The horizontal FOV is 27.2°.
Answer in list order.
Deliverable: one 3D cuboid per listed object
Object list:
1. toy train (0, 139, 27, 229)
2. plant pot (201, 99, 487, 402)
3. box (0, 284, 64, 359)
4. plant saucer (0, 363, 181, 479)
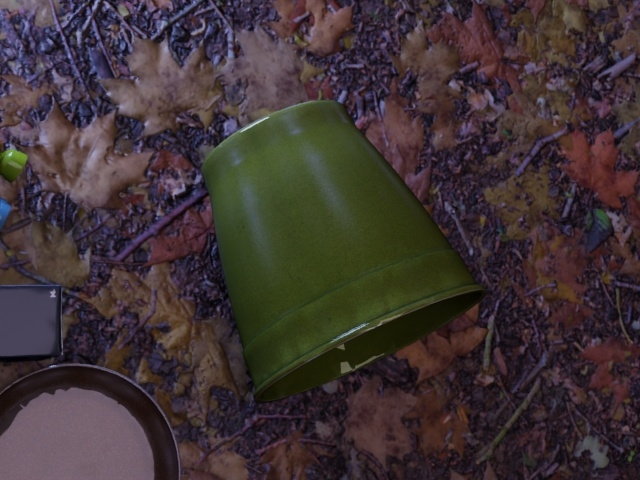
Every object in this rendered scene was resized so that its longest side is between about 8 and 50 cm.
[{"bbox_3d":[-0.479,-0.137,1.883,0.143,0.105,0.248,29,71,-26],"label":"toy train"},{"bbox_3d":[0.000,0.000,1.933,0.366,0.366,0.353,-20,76,-23],"label":"plant pot"},{"bbox_3d":[-0.492,0.116,1.784,0.261,0.184,0.103,0,81,-21],"label":"box"},{"bbox_3d":[-0.352,0.331,1.875,0.310,0.050,0.310,4,80,-20],"label":"plant saucer"}]
